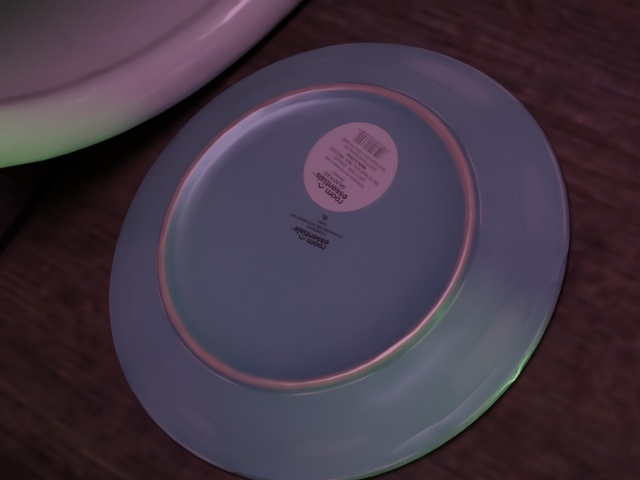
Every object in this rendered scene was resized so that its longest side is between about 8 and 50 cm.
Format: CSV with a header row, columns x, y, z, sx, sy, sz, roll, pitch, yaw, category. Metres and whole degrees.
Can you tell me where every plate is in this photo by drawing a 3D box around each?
x,y,z,sx,sy,sz,roll,pitch,yaw,category
0.000,0.000,0.595,0.188,0.024,0.188,-10,61,18,plate

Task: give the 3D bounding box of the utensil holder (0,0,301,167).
x,y,z,sx,sy,sz,roll,pitch,yaw,category
-0.188,-0.267,0.636,0.327,0.327,0.385,-44,54,-4,utensil holder
